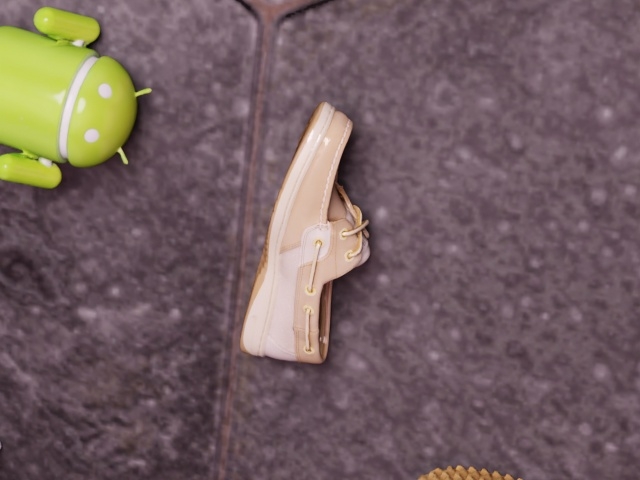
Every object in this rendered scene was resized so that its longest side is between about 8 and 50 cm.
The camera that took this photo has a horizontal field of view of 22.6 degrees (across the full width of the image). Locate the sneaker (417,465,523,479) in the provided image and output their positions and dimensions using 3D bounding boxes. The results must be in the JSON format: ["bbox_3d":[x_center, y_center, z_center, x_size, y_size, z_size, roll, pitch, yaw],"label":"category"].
[{"bbox_3d":[0.133,0.199,0.959,0.185,0.069,0.084,17,111,7],"label":"sneaker"}]

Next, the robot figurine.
[{"bbox_3d":[-0.156,-0.081,0.908,0.115,0.067,0.101,18,96,6],"label":"robot figurine"}]

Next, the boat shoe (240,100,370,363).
[{"bbox_3d":[0.000,0.000,0.912,0.059,0.063,0.170,18,125,3],"label":"boat shoe"}]
